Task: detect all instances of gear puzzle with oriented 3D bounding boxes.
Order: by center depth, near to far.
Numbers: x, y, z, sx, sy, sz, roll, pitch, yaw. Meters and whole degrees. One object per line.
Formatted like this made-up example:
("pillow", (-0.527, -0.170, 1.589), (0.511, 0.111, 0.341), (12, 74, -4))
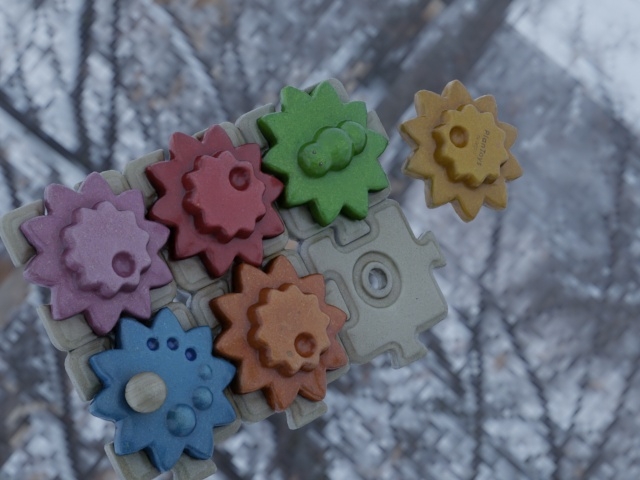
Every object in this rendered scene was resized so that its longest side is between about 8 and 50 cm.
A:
("gear puzzle", (0.000, 0.000, 1.031), (0.044, 0.339, 0.175), (-24, 91, 56))
